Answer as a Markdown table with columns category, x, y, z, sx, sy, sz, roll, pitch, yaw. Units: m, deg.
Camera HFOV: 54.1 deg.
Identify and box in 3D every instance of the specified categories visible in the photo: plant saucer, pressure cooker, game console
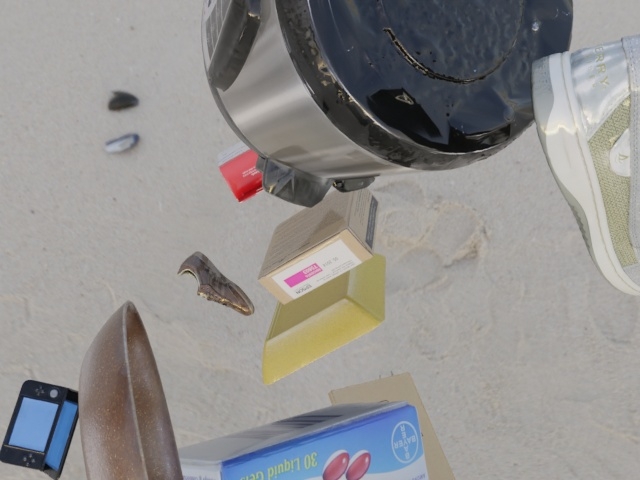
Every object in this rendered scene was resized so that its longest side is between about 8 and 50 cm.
| category | x | y | z | sx | sy | sz | roll | pitch | yaw |
| --- | --- | --- | --- | --- | --- | --- | --- | --- | --- |
| plant saucer | -0.002 | 0.159 | 1.516 | 0.333 | 0.332 | 0.081 | -31 | 107 | 18 |
| plant saucer | -0.114 | 0.138 | 0.393 | 0.036 | 0.198 | 0.198 | -13 | 67 | -12 |
| pressure cooker | 0.045 | -0.253 | 0.804 | 0.370 | 0.420 | 0.375 | -32 | 106 | -20 |
| game console | -0.402 | 0.270 | 0.903 | 0.107 | 0.071 | 0.122 | 14 | 74 | -4 |

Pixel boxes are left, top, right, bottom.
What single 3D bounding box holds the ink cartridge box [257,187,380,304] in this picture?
| category | x | y | z | sx | sy | sz | roll | pitch | yaw |
| --- | --- | --- | --- | --- | --- | --- | --- | --- | --- |
| ink cartridge box | 0.000 | 0.000 | 1.273 | 0.235 | 0.088 | 0.193 | -29 | 27 | 28 |

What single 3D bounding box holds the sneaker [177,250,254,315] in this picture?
| category | x | y | z | sx | sy | sz | roll | pitch | yaw |
| --- | --- | --- | --- | --- | --- | --- | --- | --- | --- |
| sneaker | -0.228 | 0.109 | 1.357 | 0.188 | 0.066 | 0.071 | 42 | 65 | 9 |

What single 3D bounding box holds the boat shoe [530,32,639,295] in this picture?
| category | x | y | z | sx | sy | sz | roll | pitch | yaw |
| --- | --- | --- | --- | --- | --- | --- | --- | --- | --- |
| boat shoe | 0.284 | -0.051 | 0.561 | 0.103 | 0.320 | 0.118 | -14 | 48 | 32 |

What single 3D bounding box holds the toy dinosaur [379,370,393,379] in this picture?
| category | x | y | z | sx | sy | sz | roll | pitch | yaw |
| --- | --- | --- | --- | --- | --- | --- | --- | --- | --- |
| toy dinosaur | 0.115 | 0.483 | 1.523 | 0.313 | 0.121 | 0.160 | -44 | 60 | 5 |

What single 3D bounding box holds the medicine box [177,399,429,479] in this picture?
| category | x | y | z | sx | sy | sz | roll | pitch | yaw |
| --- | --- | --- | --- | --- | --- | --- | --- | --- | --- |
| medicine box | -0.013 | 0.333 | 0.633 | 0.263 | 0.149 | 0.289 | -2 | 79 | -43 |

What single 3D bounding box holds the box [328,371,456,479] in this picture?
| category | x | y | z | sx | sy | sz | roll | pitch | yaw |
| --- | --- | --- | --- | --- | --- | --- | --- | --- | --- |
| box | 0.118 | 0.330 | 1.045 | 0.164 | 0.021 | 0.201 | -5 | 59 | -29 |

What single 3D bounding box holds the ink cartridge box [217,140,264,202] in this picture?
| category | x | y | z | sx | sy | sz | roll | pitch | yaw |
| --- | --- | --- | --- | --- | --- | --- | --- | --- | --- |
| ink cartridge box | -0.136 | -0.160 | 1.296 | 0.134 | 0.231 | 0.078 | -29 | 109 | -1 |
